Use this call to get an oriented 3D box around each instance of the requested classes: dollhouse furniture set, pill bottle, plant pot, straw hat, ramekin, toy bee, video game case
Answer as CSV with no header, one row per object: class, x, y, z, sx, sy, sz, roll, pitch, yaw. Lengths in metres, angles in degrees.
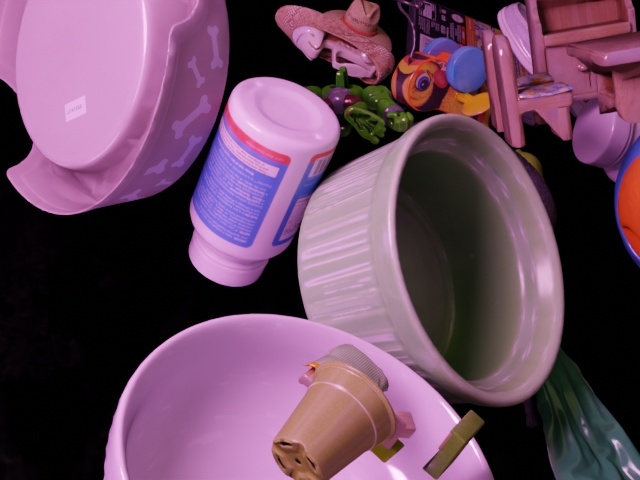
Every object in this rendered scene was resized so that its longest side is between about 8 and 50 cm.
dollhouse furniture set,0.403,-0.311,1.426,0.362,0.257,0.394,-10,14,4
pill bottle,0.558,-0.153,1.663,0.272,0.152,0.152,10,40,-20
plant pot,0.004,0.153,0.804,0.083,0.083,0.079,38,51,15
straw hat,0.070,-0.376,1.715,0.144,0.061,0.144,17,38,-14
pill bottle,-0.072,-0.057,1.113,0.124,0.221,0.124,17,38,-14
ramekin,0.116,0.032,1.075,0.303,0.148,0.303,18,64,-43
toy bee,0.172,-0.243,1.574,0.298,0.162,0.195,33,4,-12
video game case,0.270,-0.322,1.793,0.248,0.035,0.275,20,36,-8
dollhouse furniture set,0.059,0.133,0.867,0.151,0.059,0.076,40,38,17

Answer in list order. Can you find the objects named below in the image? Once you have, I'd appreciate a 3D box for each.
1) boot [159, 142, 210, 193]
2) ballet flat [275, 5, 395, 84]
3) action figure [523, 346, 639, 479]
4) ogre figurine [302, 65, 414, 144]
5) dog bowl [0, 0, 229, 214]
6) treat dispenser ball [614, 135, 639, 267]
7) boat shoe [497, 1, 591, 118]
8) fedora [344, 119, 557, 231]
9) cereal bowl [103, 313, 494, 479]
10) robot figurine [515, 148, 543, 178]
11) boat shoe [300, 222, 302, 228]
boot,-0.132,-0.070,1.244,0.099,0.045,0.121,34,37,5
ballet flat,0.018,-0.306,1.598,0.206,0.073,0.067,22,51,0
action figure,0.276,0.189,1.158,0.137,0.063,0.232,-1,49,-29
ogre figurine,0.031,-0.184,1.426,0.197,0.097,0.118,-16,28,17
dog bowl,-0.235,-0.200,1.107,0.102,0.349,0.349,2,42,-46
treat dispenser ball,0.565,-0.057,1.437,0.288,0.288,0.288,16,38,-13
boat shoe,0.441,-0.306,1.774,0.320,0.103,0.118,50,32,12
fedora,0.186,-0.047,1.314,0.334,0.152,0.334,17,38,-13
cereal bowl,-0.025,0.229,0.866,0.339,0.141,0.339,17,38,-14
robot figurine,0.295,-0.085,1.495,0.101,0.067,0.115,27,36,-13
boat shoe,0.000,0.000,1.243,0.035,0.035,0.100,10,39,-21
